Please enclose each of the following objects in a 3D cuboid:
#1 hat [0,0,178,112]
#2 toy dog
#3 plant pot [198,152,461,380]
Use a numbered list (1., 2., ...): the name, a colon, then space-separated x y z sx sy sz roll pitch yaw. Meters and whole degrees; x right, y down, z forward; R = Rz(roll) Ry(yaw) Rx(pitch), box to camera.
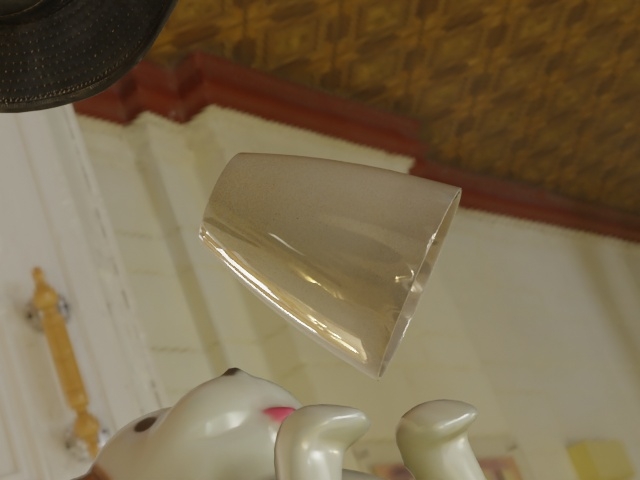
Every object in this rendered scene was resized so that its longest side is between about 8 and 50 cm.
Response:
1. hat: -0.241 -0.256 0.928 0.331 0.331 0.134 -26 -177 9
2. toy dog: -0.004 0.269 0.879 0.284 0.408 0.395 -11 136 -44
3. plant pot: 0.000 0.000 1.565 0.256 0.274 0.256 24 90 -81
